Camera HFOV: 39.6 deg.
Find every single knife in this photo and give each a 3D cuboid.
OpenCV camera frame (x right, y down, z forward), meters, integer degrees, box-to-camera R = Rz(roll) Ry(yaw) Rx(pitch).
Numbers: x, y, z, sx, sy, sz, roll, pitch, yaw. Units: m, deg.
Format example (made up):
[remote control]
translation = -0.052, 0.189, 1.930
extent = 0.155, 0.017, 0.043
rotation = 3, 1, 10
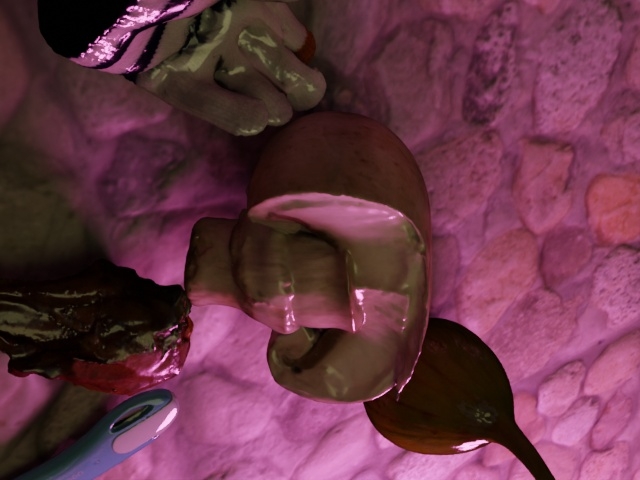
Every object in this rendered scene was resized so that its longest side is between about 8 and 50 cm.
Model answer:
[knife]
translation = -0.233, 0.207, 0.843
extent = 0.222, 0.031, 0.064
rotation = -31, 135, -5

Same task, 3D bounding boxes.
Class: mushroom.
[mushroom]
translation = 0.000, 0.000, 0.759
extent = 0.195, 0.189, 0.253
rotation = 3, 126, 10

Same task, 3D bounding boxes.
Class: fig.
[fig]
translation = 0.148, 0.180, 0.906
extent = 0.151, 0.259, 0.151
rotation = -12, 117, -25

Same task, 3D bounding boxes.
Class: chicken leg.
[chicken leg]
translation = -0.247, 0.058, 0.708
extent = 0.305, 0.093, 0.113
rotation = 11, 96, -27

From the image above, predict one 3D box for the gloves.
[gloves]
translation = -0.085, -0.159, 0.644
extent = 0.219, 0.131, 0.140
rotation = -4, 115, -61
